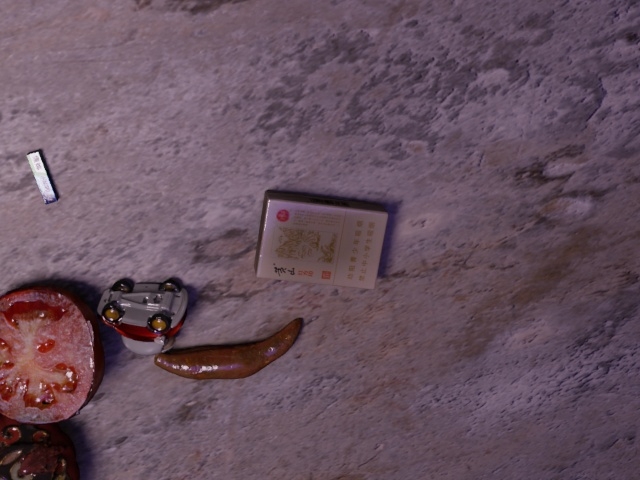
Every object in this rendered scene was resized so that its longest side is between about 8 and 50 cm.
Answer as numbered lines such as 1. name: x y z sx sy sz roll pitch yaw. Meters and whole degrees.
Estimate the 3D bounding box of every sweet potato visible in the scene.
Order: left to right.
1. sweet potato: -0.147 0.195 1.476 0.256 0.058 0.078 -12 89 -9

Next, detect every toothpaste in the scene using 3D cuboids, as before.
1. toothpaste: -0.428 -0.097 1.356 0.020 0.017 0.083 -16 110 -3

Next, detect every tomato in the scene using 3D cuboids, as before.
1. tomato: -0.430 0.179 1.384 0.225 0.085 0.224 0 90 13

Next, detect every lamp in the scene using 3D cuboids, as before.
1. lamp: -0.495 0.374 1.395 0.227 0.227 0.226 -3 108 -8

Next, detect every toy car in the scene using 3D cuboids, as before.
1. toy car: -0.284 0.132 1.416 0.139 0.112 0.112 6 123 0

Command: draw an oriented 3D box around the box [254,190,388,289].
1. box: 0.000 0.000 1.434 0.201 0.058 0.141 5 107 -11
